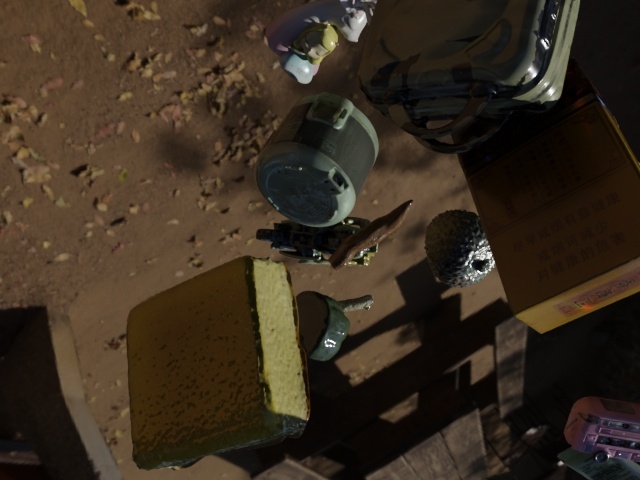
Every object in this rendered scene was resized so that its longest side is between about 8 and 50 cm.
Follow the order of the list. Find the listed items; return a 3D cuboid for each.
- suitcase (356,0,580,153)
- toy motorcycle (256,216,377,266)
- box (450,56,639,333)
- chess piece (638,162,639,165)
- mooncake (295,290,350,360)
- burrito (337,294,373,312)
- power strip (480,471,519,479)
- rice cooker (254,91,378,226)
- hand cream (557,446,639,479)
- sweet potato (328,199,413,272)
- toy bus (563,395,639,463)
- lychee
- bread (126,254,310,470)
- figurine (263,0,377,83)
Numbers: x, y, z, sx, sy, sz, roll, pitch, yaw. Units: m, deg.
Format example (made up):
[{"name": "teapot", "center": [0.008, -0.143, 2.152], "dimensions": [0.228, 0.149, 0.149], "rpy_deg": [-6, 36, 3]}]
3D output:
[{"name": "suitcase", "center": [0.234, -0.317, 0.997], "dimensions": [0.194, 0.351, 0.339], "rpy_deg": [28, 73, -47]}, {"name": "toy motorcycle", "center": [0.000, 0.000, 1.880], "dimensions": [0.237, 0.410, 0.169], "rpy_deg": [-2, 97, -53]}, {"name": "box", "center": [0.401, -0.088, 1.013], "dimensions": [0.264, 0.415, 0.115], "rpy_deg": [-34, 136, 29]}, {"name": "chess piece", "center": [0.674, -0.042, 1.286], "dimensions": [0.139, 0.272, 0.139], "rpy_deg": [-25, 170, -5]}, {"name": "mooncake", "center": [-0.013, 0.212, 1.458], "dimensions": [0.168, 0.175, 0.104], "rpy_deg": [-30, 139, 26]}, {"name": "burrito", "center": [0.061, 0.189, 1.719], "dimensions": [0.185, 0.045, 0.041], "rpy_deg": [-12, 123, 1]}, {"name": "power strip", "center": [0.442, 0.657, 1.261], "dimensions": [0.141, 0.261, 0.230], "rpy_deg": [-3, 112, -27]}, {"name": "rice cooker", "center": [-0.006, -0.209, 1.525], "dimensions": [0.288, 0.288, 0.277], "rpy_deg": [86, 25, -52]}, {"name": "hand cream", "center": [0.675, 0.524, 1.246], "dimensions": [0.078, 0.340, 0.124], "rpy_deg": [-51, 174, -46]}, {"name": "sweet potato", "center": [0.141, -0.019, 1.621], "dimensions": [0.281, 0.059, 0.067], "rpy_deg": [-37, 130, 6]}, {"name": "toy bus", "center": [0.489, 0.300, 0.922], "dimensions": [0.203, 0.063, 0.090], "rpy_deg": [9, 110, 1]}, {"name": "lychee", "center": [0.449, 0.022, 1.939], "dimensions": [0.255, 0.274, 0.255], "rpy_deg": [-20, 131, -24]}, {"name": "bread", "center": [-0.195, 0.220, 1.068], "dimensions": [0.333, 0.324, 0.143], "rpy_deg": [-22, 153, 26]}, {"name": "figurine", "center": [0.071, -0.486, 1.444], "dimensions": [0.315, 0.206, 0.284], "rpy_deg": [-16, 122, 41]}]
